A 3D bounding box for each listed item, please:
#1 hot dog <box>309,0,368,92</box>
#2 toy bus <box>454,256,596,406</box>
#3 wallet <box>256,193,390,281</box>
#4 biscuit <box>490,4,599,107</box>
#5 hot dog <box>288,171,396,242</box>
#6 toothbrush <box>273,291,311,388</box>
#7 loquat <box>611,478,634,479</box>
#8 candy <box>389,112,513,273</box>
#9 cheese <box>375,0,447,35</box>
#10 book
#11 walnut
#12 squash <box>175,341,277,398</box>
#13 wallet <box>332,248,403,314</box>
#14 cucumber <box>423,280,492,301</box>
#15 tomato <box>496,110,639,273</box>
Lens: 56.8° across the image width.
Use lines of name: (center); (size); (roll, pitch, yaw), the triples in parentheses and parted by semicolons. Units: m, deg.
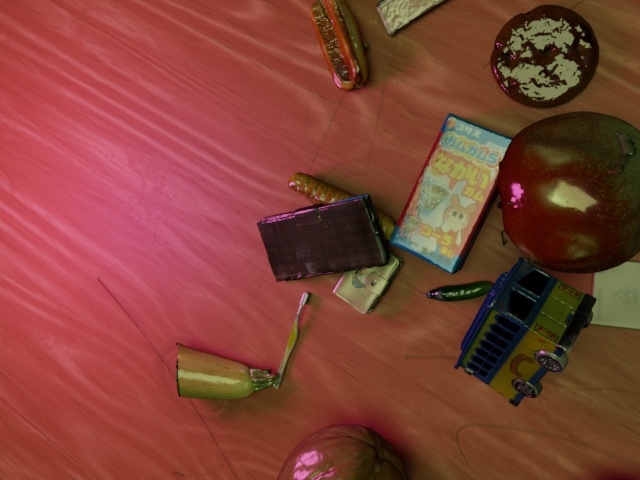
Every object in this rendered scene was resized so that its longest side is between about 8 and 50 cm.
hot dog: (0.048, -0.465, 1.364); (0.104, 0.076, 0.250); (-28, 77, 40)
toy bus: (0.378, 0.183, 1.128); (0.175, 0.287, 0.138); (32, 60, 18)
wallet: (0.000, 0.000, 1.360); (0.317, 0.044, 0.169); (-11, 102, 36)
biscuit: (0.457, -0.376, 1.216); (0.212, 0.036, 0.212); (1, 93, 22)
hot dog: (0.052, -0.083, 1.369); (0.289, 0.083, 0.068); (31, 83, 18)
toothbrush: (-0.073, 0.246, 1.451); (0.022, 0.026, 0.263); (24, 100, 28)
loquat: (0.598, 0.562, 1.098); (0.246, 0.213, 0.213); (9, 95, 21)
candy: (0.285, -0.098, 1.260); (0.157, 0.100, 0.306); (28, 100, 20)
cheese: (0.307, -0.580, 1.276); (0.400, 0.034, 0.085); (-28, 86, 21)
book: (0.642, 0.111, 1.164); (0.199, 0.016, 0.138); (4, 93, 22)
walnut: (0.043, 0.556, 1.287); (0.313, 0.277, 0.252); (-53, 36, 22)
squash: (-0.249, 0.351, 1.476); (0.287, 0.137, 0.137); (10, 95, 19)
wallet: (0.110, 0.082, 1.367); (0.110, 0.039, 0.155); (36, 104, 21)
cucumber: (0.298, 0.115, 1.293); (0.155, 0.037, 0.037); (-11, 87, 22)
tomato: (0.471, -0.084, 1.072); (0.239, 0.303, 0.303); (-2, 91, 44)
